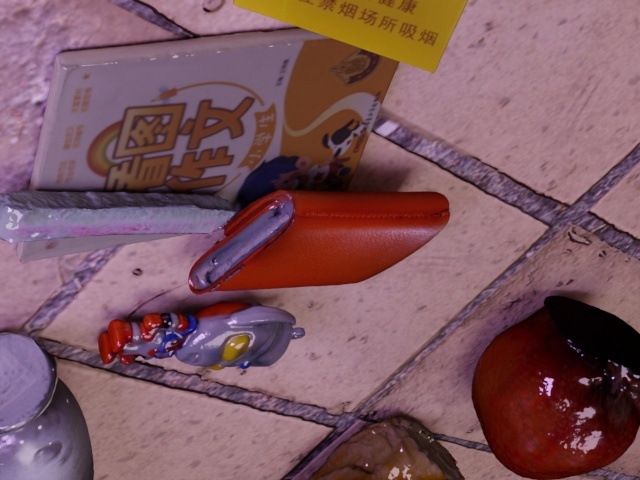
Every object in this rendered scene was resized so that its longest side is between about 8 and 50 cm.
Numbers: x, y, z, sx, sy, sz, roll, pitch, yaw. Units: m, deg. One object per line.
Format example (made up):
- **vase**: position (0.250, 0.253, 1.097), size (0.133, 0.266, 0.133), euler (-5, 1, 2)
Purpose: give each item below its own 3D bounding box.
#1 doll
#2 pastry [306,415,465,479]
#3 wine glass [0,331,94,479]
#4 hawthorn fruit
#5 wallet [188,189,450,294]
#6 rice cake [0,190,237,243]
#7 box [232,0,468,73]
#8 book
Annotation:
- **doll**: position (-0.099, 0.085, 1.333), size (0.194, 0.062, 0.104), euler (-1, 135, -30)
- **pastry**: position (0.068, 0.292, 1.712), size (0.229, 0.100, 0.218), euler (-3, 134, -30)
- **wine glass**: position (-0.252, 0.170, 1.268), size (0.111, 0.111, 0.204), euler (-24, 143, -13)
- **hawthorn fruit**: position (0.251, 0.174, 1.661), size (0.189, 0.189, 0.251), euler (-4, 157, -37)
- **wallet**: position (0.000, 0.000, 1.288), size (0.204, 0.045, 0.142), euler (-1, 152, -48)
- **rice cake**: position (-0.155, -0.019, 1.138), size (0.207, 0.033, 0.033), euler (-2, 128, -40)
- **box**: position (0.054, -0.246, 0.974), size (0.153, 0.041, 0.279), euler (18, 132, -8)
- **book**: position (-0.082, -0.079, 1.168), size (0.295, 0.020, 0.208), euler (-11, 143, -30)
